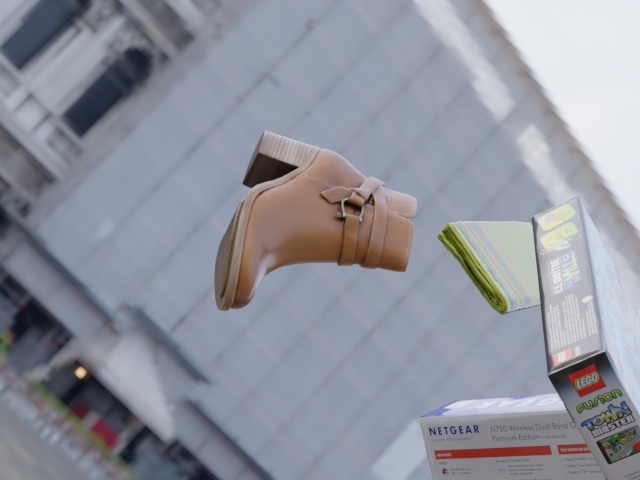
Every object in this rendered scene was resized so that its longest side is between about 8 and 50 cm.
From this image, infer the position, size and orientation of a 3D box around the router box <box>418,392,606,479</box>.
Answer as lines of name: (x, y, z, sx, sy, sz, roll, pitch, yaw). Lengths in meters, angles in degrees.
router box: (0.303, 0.343, 2.118, 0.335, 0.082, 0.301, -8, -83, 43)

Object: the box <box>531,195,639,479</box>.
box: (0.172, 0.067, 1.036, 0.114, 0.036, 0.207, 59, 16, -21)

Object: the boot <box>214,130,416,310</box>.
boot: (0.000, 0.000, 1.425, 0.152, 0.197, 0.073, 23, -39, -7)

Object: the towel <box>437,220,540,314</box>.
towel: (0.193, 0.026, 1.710, 0.102, 0.021, 0.237, 56, 22, 14)
